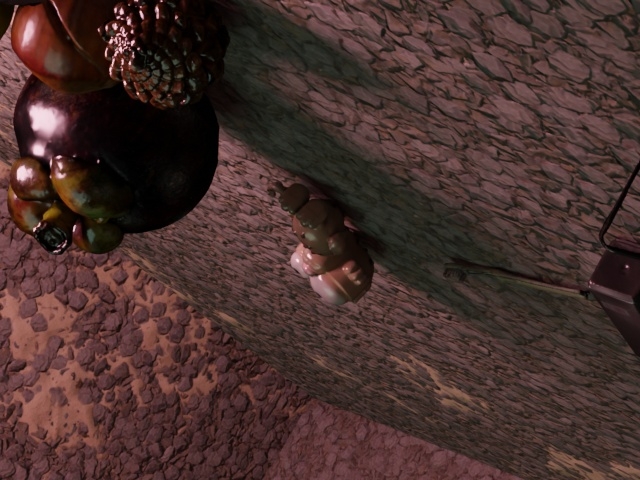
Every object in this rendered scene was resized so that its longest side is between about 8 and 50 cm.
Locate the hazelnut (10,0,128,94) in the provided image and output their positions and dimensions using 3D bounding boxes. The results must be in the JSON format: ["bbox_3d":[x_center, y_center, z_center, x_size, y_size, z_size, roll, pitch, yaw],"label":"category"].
[{"bbox_3d":[-0.321,-0.281,1.935,0.182,0.182,0.182,29,167,8],"label":"hazelnut"}]

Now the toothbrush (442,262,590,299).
[{"bbox_3d":[0.288,0.060,2.160,0.294,0.028,0.026,6,154,50],"label":"toothbrush"}]

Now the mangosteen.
[{"bbox_3d":[-0.308,-0.137,2.124,0.330,0.330,0.330,29,167,8],"label":"mangosteen"}]

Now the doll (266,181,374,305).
[{"bbox_3d":[0.001,0.001,2.383,0.154,0.119,0.278,38,167,38],"label":"doll"}]

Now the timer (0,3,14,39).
[{"bbox_3d":[-0.511,-0.372,1.962,0.285,0.285,0.285,29,167,8],"label":"timer"}]

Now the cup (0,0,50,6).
[{"bbox_3d":[-0.419,-0.404,1.703,0.288,0.203,0.203,29,168,41],"label":"cup"}]

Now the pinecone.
[{"bbox_3d":[-0.186,-0.246,1.814,0.173,0.173,0.173,29,167,8],"label":"pinecone"}]

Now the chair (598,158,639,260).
[{"bbox_3d":[0.406,-0.015,1.372,0.221,0.145,0.140,30,167,0],"label":"chair"}]

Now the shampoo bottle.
[{"bbox_3d":[0.426,0.092,1.850,0.080,0.079,0.246,22,164,39],"label":"shampoo bottle"}]
